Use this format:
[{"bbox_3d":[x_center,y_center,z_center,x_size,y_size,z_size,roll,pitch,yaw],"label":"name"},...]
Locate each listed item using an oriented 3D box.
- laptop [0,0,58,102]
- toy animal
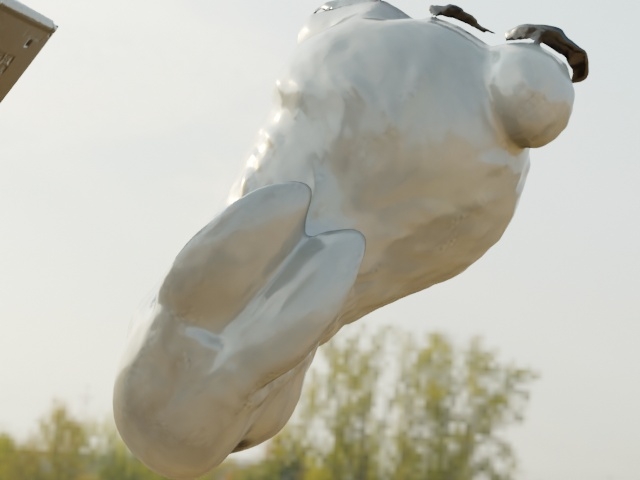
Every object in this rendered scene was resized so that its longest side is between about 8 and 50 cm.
[{"bbox_3d":[-0.241,-0.107,1.150,0.016,0.135,0.197,37,3,5],"label":"laptop"},{"bbox_3d":[0.000,0.000,1.118,0.194,0.357,0.258,44,-32,-11],"label":"toy animal"}]
